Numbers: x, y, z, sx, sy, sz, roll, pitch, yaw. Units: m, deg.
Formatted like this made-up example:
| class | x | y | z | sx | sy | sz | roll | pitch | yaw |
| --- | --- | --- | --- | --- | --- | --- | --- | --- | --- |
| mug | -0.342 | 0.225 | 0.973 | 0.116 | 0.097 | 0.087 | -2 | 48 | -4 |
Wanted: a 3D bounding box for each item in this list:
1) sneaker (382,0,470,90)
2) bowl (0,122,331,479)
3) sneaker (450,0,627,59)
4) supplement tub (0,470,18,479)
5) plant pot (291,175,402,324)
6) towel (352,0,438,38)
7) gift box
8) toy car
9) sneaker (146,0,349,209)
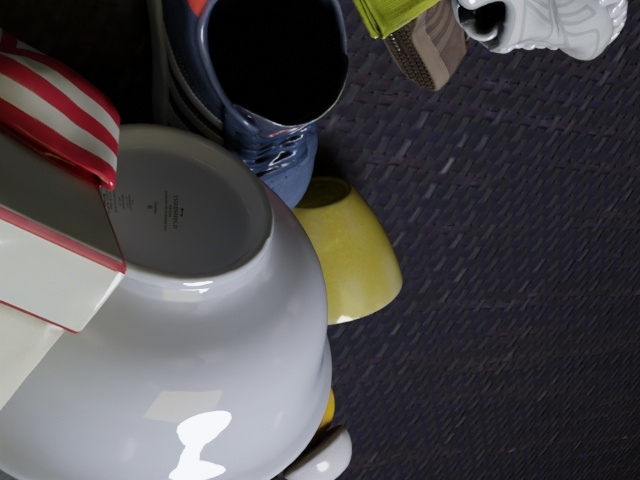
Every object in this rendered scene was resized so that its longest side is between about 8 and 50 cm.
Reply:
| class | x | y | z | sx | sy | sz | roll | pitch | yaw |
| --- | --- | --- | --- | --- | --- | --- | --- | --- | --- |
| sneaker | 0.078 | -0.196 | 1.067 | 0.071 | 0.066 | 0.188 | -53 | 155 | -12 |
| bowl | -0.115 | 0.018 | 0.877 | 0.298 | 0.298 | 0.134 | -14 | 143 | -36 |
| sneaker | 0.162 | -0.198 | 1.063 | 0.118 | 0.110 | 0.292 | -58 | 152 | 2 |
| supplement tub | -0.209 | 0.177 | 0.961 | 0.194 | 0.316 | 0.193 | -27 | 146 | -20 |
| plant pot | 0.000 | 0.000 | 1.162 | 0.134 | 0.134 | 0.095 | -22 | 119 | -27 |
| towel | 0.029 | -0.255 | 0.866 | 0.102 | 0.021 | 0.237 | -34 | 118 | -11 |
| gift box | -0.278 | -0.038 | 0.709 | 0.255 | 0.276 | 0.258 | 26 | 114 | -42 |
| toy car | -0.071 | 0.188 | 1.305 | 0.182 | 0.159 | 0.136 | -37 | -176 | -7 |
| sneaker | -0.042 | -0.102 | 0.958 | 0.131 | 0.148 | 0.350 | -32 | 147 | -14 |
